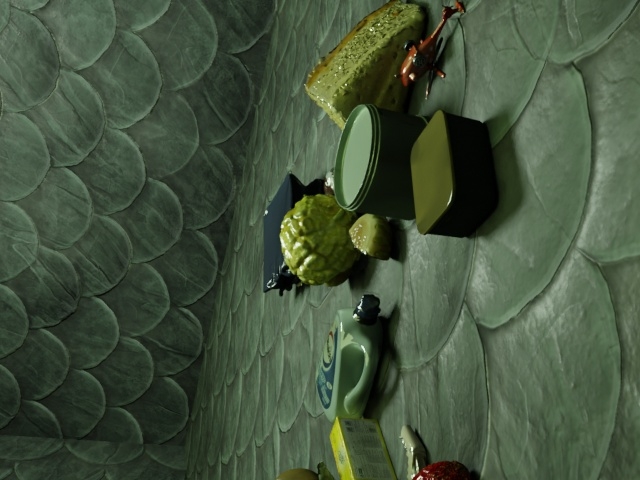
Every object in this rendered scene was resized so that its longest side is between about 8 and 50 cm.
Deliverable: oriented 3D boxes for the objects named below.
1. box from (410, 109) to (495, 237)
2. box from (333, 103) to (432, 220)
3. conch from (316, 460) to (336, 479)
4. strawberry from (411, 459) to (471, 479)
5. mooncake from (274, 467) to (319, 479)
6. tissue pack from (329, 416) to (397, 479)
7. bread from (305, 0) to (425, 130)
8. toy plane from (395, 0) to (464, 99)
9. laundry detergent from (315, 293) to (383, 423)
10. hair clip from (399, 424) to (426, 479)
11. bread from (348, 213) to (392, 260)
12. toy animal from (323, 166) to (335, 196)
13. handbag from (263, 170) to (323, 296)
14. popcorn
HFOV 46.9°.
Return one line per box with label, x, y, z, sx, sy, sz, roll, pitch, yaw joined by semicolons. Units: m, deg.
box;0.232;-0.113;1.301;0.144;0.090;0.201;122;151;-54
box;0.134;-0.164;1.553;0.226;0.149;0.226;-171;90;-73
conch;0.065;0.569;1.510;0.137;0.114;0.234;97;162;-66
strawberry;0.195;0.398;1.181;0.106;0.106;0.106;-172;90;-74
mooncake;-0.063;0.659;1.708;0.117;0.234;0.235;-165;84;-70
tissue pack;0.085;0.447;1.509;0.176;0.095;0.062;-109;32;-56
bread;0.153;-0.367;1.746;0.315;0.279;0.248;-37;24;0
toy plane;0.225;-0.392;1.508;0.194;0.077;0.126;-41;51;52
laundry detergent;0.077;0.249;1.625;0.215;0.105;0.281;-104;29;-53
hair clip;0.179;0.423;1.316;0.072;0.034;0.226;120;155;-44
bread;0.119;-0.015;1.647;0.157;0.083;0.094;-150;72;-70
toy animal;0.061;-0.166;1.898;0.098;0.098;0.137;-108;31;-57
handbag;-0.089;-0.009;2.280;0.303;0.121;0.329;130;145;-59
popcorn;0.000;0.000;1.856;0.251;0.205;0.237;117;143;-76
